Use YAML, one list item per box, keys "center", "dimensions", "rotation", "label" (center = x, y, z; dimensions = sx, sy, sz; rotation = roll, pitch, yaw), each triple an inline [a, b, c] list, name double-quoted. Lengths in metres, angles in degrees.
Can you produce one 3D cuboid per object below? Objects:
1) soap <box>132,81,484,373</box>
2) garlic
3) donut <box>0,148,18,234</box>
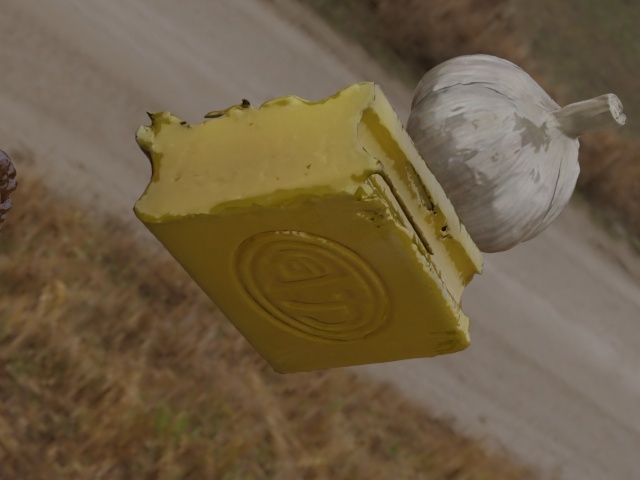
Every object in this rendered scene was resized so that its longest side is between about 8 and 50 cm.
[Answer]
- center: [0.000, 0.000, 1.343]
  dimensions: [0.324, 0.204, 0.096]
  rotation: [53, 31, -57]
  label: "soap"
- center: [0.208, -0.106, 1.684]
  dimensions: [0.218, 0.212, 0.218]
  rotation: [44, 35, -42]
  label: "garlic"
- center: [-0.295, -0.038, 1.003]
  dimensions: [0.187, 0.126, 0.144]
  rotation: [32, 27, 2]
  label: "donut"
